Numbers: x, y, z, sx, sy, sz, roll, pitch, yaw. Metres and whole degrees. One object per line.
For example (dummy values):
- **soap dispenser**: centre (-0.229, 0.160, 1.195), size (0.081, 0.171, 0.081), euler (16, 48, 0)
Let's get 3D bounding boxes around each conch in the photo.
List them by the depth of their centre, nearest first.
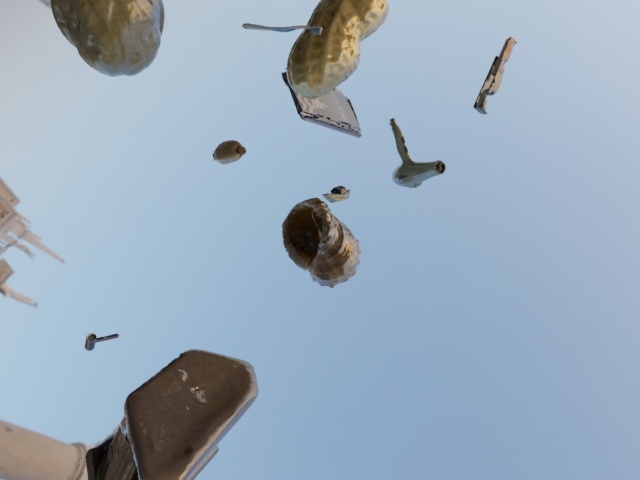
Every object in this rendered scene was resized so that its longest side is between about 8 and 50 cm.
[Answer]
- **conch**: centre (0.009, -0.005, 1.643), size (0.297, 0.352, 0.210), euler (12, -157, 28)

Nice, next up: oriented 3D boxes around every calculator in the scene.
- **calculator**: centre (0.013, -0.378, 1.230), size (0.028, 0.274, 0.165), euler (-33, -112, 35)

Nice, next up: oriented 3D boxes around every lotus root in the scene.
- **lotus root**: centre (-0.287, -0.272, 1.371), size (0.150, 0.062, 0.072), euler (0, -101, 41)

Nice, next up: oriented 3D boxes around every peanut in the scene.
- **peanut**: centre (0.038, -0.451, 0.982), size (0.147, 0.147, 0.305), euler (24, -98, 41)

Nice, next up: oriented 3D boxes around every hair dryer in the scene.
- **hair dryer**: centre (-0.576, 0.261, 1.174), size (0.026, 0.083, 0.047), euler (53, -48, 27)
- **hair dryer**: centre (0.389, -0.341, 1.818), size (0.119, 0.298, 0.296), euler (-25, -150, -22)

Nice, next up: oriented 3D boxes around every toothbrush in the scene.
- **toothbrush**: centre (-0.077, -0.424, 0.886), size (0.162, 0.014, 0.017), euler (8, -100, 6)

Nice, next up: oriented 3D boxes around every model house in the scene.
- **model house**: centre (-0.194, 0.250, 0.564), size (0.122, 0.229, 0.188), euler (38, -69, 5)

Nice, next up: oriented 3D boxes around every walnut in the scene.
- **walnut**: centre (-0.551, -0.594, 1.171), size (0.282, 0.276, 0.253), euler (39, -125, 11)

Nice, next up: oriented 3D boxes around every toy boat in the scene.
- **toy boat**: centre (0.071, -0.200, 1.920), size (0.065, 0.066, 0.172), euler (-4, -169, 39)

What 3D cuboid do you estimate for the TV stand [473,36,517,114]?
- **TV stand**: centre (0.526, -0.493, 1.333), size (0.249, 0.036, 0.042), euler (-65, -156, -6)
